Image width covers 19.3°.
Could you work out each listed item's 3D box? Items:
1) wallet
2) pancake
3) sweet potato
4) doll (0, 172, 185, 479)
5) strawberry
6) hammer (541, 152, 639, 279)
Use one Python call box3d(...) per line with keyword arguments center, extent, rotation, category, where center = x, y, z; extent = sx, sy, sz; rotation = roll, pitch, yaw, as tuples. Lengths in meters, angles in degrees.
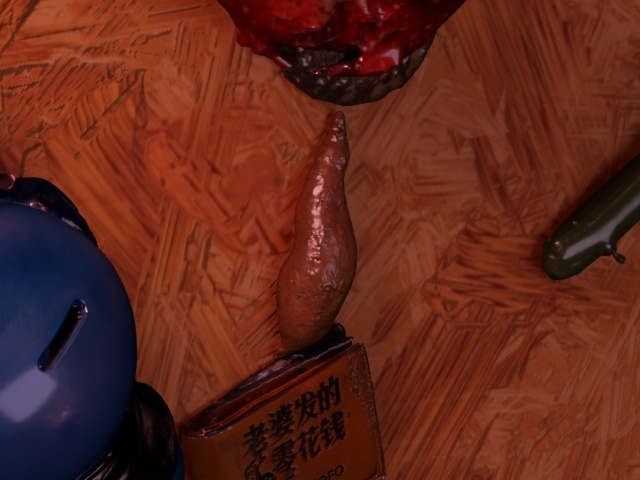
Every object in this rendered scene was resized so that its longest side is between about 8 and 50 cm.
box3d(center=(-0.029, 0.185, 1.665), extent=(0.195, 0.042, 0.161), rotation=(-29, 123, -29), category="wallet")
box3d(center=(0.031, -0.206, 1.579), extent=(0.199, 0.021, 0.199), rotation=(-15, 116, -35), category="pancake")
box3d(center=(0.004, 0.003, 1.609), extent=(0.068, 0.068, 0.226), rotation=(4, 103, -41), category="sweet potato")
box3d(center=(-0.229, 0.110, 1.350), extent=(0.310, 0.240, 0.284), rotation=(57, 45, -38), category="doll")
box3d(center=(0.019, -0.263, 1.422), extent=(0.220, 0.274, 0.274), rotation=(-65, 158, -68), category="strawberry")
box3d(center=(0.342, -0.077, 1.841), extent=(0.335, 0.119, 0.206), rotation=(-42, 127, -12), category="hammer")
